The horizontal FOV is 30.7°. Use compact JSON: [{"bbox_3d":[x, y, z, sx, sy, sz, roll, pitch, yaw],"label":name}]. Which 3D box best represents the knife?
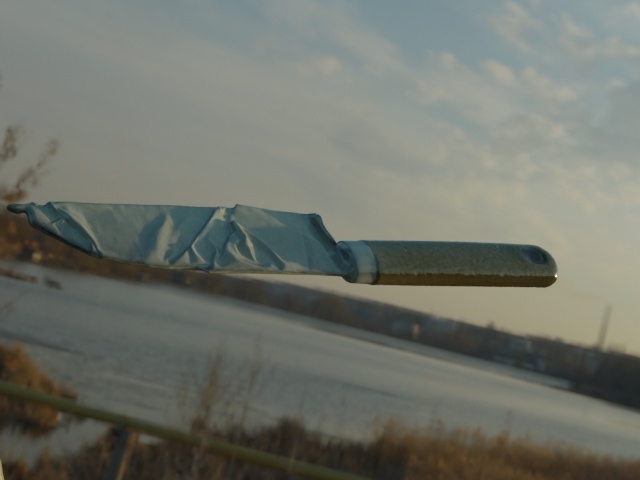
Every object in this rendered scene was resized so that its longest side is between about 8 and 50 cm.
[{"bbox_3d":[-0.001,0.002,0.536,0.297,0.047,0.017,2,-40,-36],"label":"knife"}]

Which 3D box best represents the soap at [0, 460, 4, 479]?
[{"bbox_3d":[-0.230,0.093,0.661,0.089,0.169,0.033,-5,6,-2],"label":"soap"}]
